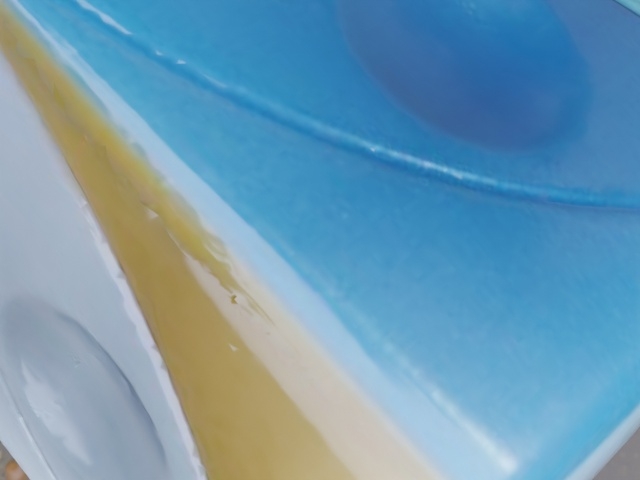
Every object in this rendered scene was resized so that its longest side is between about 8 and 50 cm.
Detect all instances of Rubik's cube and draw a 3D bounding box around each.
[{"bbox_3d":[0.000,0.000,0.549,0.352,0.351,0.347,45,141,8],"label":"Rubik's cube"}]
